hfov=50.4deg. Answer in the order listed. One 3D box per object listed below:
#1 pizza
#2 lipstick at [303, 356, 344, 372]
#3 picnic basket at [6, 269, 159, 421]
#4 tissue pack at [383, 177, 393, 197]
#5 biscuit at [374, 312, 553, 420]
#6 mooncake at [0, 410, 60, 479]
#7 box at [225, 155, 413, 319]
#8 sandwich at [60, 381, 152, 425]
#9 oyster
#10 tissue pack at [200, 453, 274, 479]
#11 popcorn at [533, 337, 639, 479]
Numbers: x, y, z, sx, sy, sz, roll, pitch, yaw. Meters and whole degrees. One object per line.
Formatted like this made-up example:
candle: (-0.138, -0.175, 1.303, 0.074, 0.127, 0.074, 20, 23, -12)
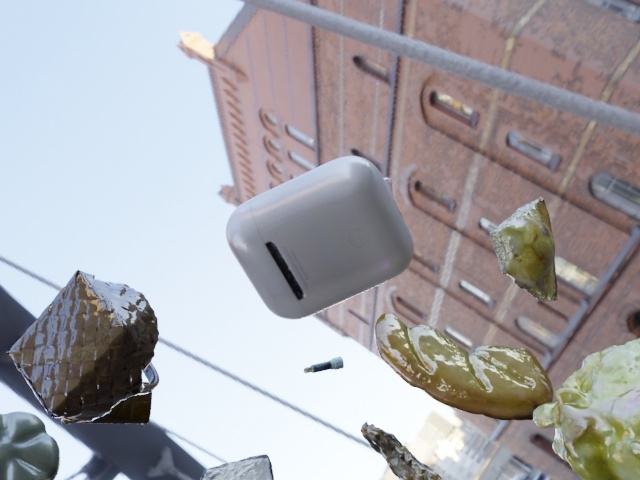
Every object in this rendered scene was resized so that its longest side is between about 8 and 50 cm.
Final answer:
pizza: (0.412, 0.032, 1.285, 0.188, 0.081, 0.204, -21, -83, -47)
lipstick: (0.008, 0.360, 1.942, 0.116, 0.037, 0.037, -9, -40, -18)
picnic basket: (-0.513, 0.268, 1.639, 0.337, 0.293, 0.337, -35, -29, -23)
tissue pack: (0.078, -0.078, 1.991, 0.271, 0.201, 0.124, -4, -2, -21)
biscuit: (0.228, 0.206, 1.093, 0.154, 0.299, 0.045, -77, 1, -52)
mooncake: (-0.740, 0.515, 1.573, 0.135, 0.275, 0.275, -54, -16, 30)
box: (0.000, 0.001, 1.413, 0.349, 0.288, 0.141, -24, 24, 11)
sandwich: (-0.607, 0.452, 1.912, 0.236, 0.122, 0.128, 11, -100, -37)
oyster: (0.224, 0.582, 1.773, 0.079, 0.345, 0.128, -34, -49, -26)
tissue pack: (-0.209, 0.711, 1.791, 0.198, 0.209, 0.370, -5, -28, -7)
popcorn: (0.417, 0.237, 0.851, 0.259, 0.212, 0.259, -38, 14, 11)
